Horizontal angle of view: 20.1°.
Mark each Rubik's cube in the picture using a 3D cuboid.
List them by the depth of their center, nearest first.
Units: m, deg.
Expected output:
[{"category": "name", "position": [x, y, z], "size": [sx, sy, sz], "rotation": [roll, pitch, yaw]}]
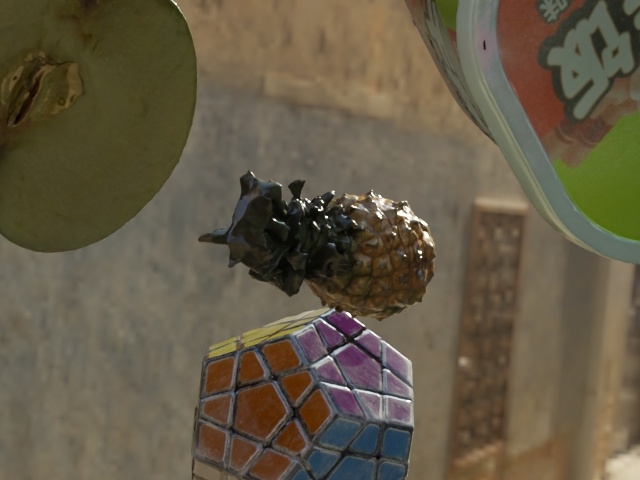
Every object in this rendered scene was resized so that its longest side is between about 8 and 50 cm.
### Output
[{"category": "Rubik's cube", "position": [-0.025, 0.236, 2.248], "size": [0.319, 0.319, 0.264], "rotation": [4, 21, -32]}]

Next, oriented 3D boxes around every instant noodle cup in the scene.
[{"category": "instant noodle cup", "position": [0.200, -0.159, 1.267], "size": [0.294, 0.294, 0.308], "rotation": [5, 13, -13]}]

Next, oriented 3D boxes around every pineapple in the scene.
[{"category": "pineapple", "position": [0.001, 0.000, 1.699], "size": [0.128, 0.128, 0.248], "rotation": [8, -6, 41]}]

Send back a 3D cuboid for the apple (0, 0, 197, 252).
[{"category": "apple", "position": [-0.322, -0.182, 2.032], "size": [0.311, 0.360, 0.320], "rotation": [41, 16, 21]}]
